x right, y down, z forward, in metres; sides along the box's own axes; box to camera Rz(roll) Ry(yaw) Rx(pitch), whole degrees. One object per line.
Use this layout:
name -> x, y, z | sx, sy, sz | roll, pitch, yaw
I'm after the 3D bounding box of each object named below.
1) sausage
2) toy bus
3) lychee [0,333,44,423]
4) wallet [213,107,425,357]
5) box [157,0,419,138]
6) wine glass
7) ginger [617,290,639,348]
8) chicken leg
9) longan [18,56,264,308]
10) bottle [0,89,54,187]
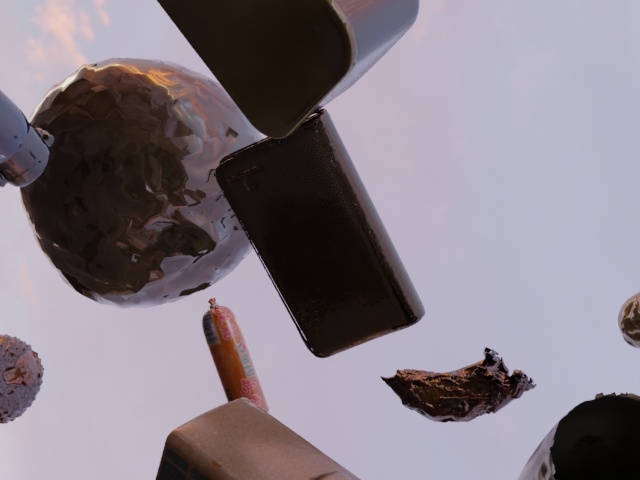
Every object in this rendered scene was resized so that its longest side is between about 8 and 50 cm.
sausage -> -0.165, 0.218, 1.493 | 0.071, 0.071, 0.234 | -18, -88, 48
toy bus -> -0.016, 0.185, 0.500 | 0.182, 0.091, 0.103 | 29, -67, 27
lychee -> -0.635, 0.267, 1.539 | 0.188, 0.188, 0.188 | -10, -103, 50
wallet -> 0.000, 0.000, 0.670 | 0.110, 0.198, 0.031 | -22, -160, 15
box -> -0.036, -0.189, 0.557 | 0.201, 0.090, 0.144 | 52, -33, 0
wine glass -> 0.187, 0.194, 0.553 | 0.204, 0.111, 0.111 | 85, -20, -51
ginger -> 0.456, 0.133, 0.966 | 0.204, 0.104, 0.080 | 33, -109, 12
chicken leg -> 0.218, 0.232, 1.262 | 0.234, 0.063, 0.105 | -15, -118, 6
longan -> -0.270, -0.085, 1.237 | 0.391, 0.391, 0.391 | -10, -103, 50
bottle -> -0.363, -0.143, 0.786 | 0.072, 0.244, 0.082 | 24, -108, 37
